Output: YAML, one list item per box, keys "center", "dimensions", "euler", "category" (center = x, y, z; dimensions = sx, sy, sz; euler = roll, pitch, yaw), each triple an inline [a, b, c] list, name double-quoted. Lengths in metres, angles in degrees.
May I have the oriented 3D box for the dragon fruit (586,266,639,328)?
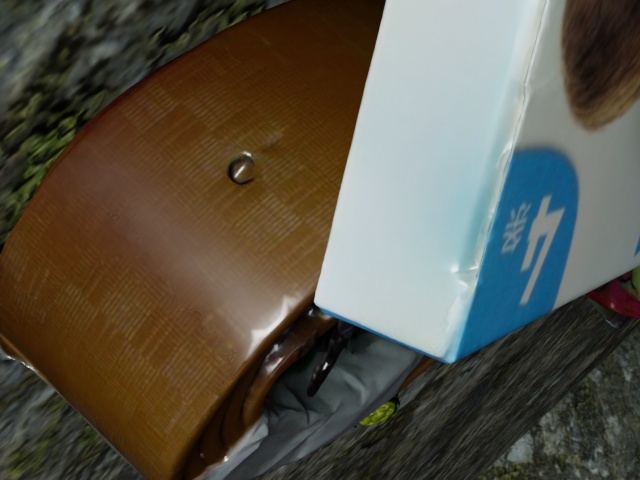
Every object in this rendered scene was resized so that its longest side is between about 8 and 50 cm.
- center: [0.186, -0.046, 0.679]
  dimensions: [0.218, 0.198, 0.273]
  euler: [-2, -172, 0]
  category: "dragon fruit"

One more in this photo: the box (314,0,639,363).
- center: [0.110, -0.116, 0.399]
  dimensions: [0.273, 0.048, 0.265]
  euler: [-18, 125, -58]
  category: "box"

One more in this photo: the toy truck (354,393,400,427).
- center: [0.007, 0.052, 0.713]
  dimensions: [0.077, 0.076, 0.111]
  euler: [-7, 144, -32]
  category: "toy truck"

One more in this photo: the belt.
- center: [0.000, 0.000, 0.502]
  dimensions: [0.261, 0.105, 0.184]
  euler: [-26, 154, -53]
  category: "belt"
